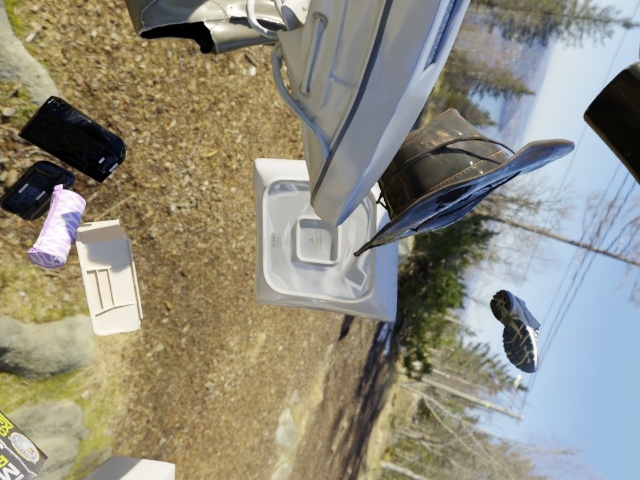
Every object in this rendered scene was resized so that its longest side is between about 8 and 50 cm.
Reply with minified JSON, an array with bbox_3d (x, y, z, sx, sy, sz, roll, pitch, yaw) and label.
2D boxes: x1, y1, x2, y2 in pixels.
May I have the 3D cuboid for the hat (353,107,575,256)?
[{"bbox_3d":[0.166,-0.100,0.648,0.331,0.134,0.331,-26,170,-5],"label":"hat"}]

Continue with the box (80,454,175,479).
[{"bbox_3d":[-0.316,0.522,0.719,0.148,0.121,0.311,-17,109,-79],"label":"box"}]

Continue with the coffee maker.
[{"bbox_3d":[0.433,-0.137,0.585,0.171,0.178,0.120,10,138,-41],"label":"coffee maker"}]

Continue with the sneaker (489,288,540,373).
[{"bbox_3d":[0.300,0.132,0.680,0.135,0.058,0.052,-90,-155,-43],"label":"sneaker"}]

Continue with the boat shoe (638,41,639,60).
[{"bbox_3d":[0.534,-0.410,0.703,0.096,0.088,0.268,-17,108,-29],"label":"boat shoe"}]

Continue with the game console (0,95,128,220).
[{"bbox_3d":[-0.677,-0.179,1.163,0.361,0.044,0.213,-37,135,16],"label":"game console"}]

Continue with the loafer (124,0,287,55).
[{"bbox_3d":[-0.130,-0.282,0.614,0.094,0.251,0.087,178,-87,-69],"label":"loafer"}]

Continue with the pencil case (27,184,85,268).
[{"bbox_3d":[-0.652,-0.030,1.146,0.088,0.086,0.206,54,28,-50],"label":"pencil case"}]

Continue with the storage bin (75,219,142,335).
[{"bbox_3d":[-0.585,0.094,1.270,0.123,0.262,0.260,-10,108,-28],"label":"storage bin"}]

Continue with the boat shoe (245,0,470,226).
[{"bbox_3d":[0.015,-0.166,0.386,0.136,0.156,0.367,-48,166,-32],"label":"boat shoe"}]

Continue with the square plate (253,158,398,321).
[{"bbox_3d":[0.000,0.000,1.018,0.049,0.344,0.347,-30,123,-68],"label":"square plate"}]

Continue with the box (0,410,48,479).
[{"bbox_3d":[-0.473,0.257,0.466,0.270,0.216,0.060,-42,-169,-18],"label":"box"}]
